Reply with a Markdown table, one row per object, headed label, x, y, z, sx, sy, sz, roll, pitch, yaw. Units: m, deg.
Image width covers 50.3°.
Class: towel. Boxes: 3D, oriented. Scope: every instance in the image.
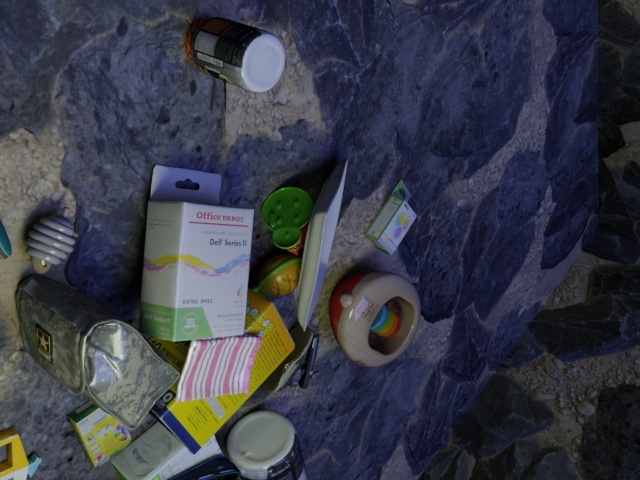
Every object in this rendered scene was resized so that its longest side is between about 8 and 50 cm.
| label | x | y | z | sx | sy | sz | roll | pitch | yaw |
| --- | --- | --- | --- | --- | --- | --- | --- | --- | --- |
| towel | -0.218 | 0.277 | 1.489 | 0.197 | 0.029 | 0.144 | 5 | 105 | -48 |

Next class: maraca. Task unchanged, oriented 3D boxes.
| label | x | y | z | sx | sy | sz | roll | pitch | yaw |
| --- | --- | --- | --- | --- | --- | --- | --- | --- | --- |
| maraca | -0.120 | 0.103 | 1.769 | 0.186 | 0.099 | 0.127 | -39 | 159 | 7 |

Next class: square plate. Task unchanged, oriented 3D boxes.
| label | x | y | z | sx | sy | sz | roll | pitch | yaw |
| --- | --- | --- | --- | --- | --- | --- | --- | --- | --- |
| square plate | 0.000 | 0.000 | 1.749 | 0.347 | 0.049 | 0.343 | -69 | 171 | -60 |

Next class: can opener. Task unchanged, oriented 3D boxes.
| label | x | y | z | sx | sy | sz | roll | pitch | yaw |
| --- | --- | --- | --- | --- | --- | --- | --- | --- | --- |
| can opener | -0.039 | 0.366 | 2.067 | 0.073 | 0.059 | 0.186 | 4 | 110 | -51 |

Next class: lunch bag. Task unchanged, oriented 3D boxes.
| label | x | y | z | sx | sy | sz | roll | pitch | yaw |
| --- | --- | --- | --- | --- | --- | --- | --- | --- | --- |
| lunch bag | -0.447 | 0.202 | 1.313 | 0.169 | 0.235 | 0.287 | -50 | 142 | -21 |

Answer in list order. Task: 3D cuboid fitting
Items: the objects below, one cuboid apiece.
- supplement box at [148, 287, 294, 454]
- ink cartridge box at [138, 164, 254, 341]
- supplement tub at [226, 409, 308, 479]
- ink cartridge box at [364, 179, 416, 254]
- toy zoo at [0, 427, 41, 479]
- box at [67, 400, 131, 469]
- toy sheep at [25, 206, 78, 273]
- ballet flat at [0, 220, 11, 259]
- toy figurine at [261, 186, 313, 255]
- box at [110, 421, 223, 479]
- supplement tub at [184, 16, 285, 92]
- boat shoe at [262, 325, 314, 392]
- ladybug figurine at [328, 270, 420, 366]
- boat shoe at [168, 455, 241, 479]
| label | x | y | z | sx | sy | sz | roll | pitch | yaw |
| --- | --- | --- | --- | --- | --- | --- | --- | --- | --- |
| supplement box | -0.267 | 0.284 | 1.622 | 0.356 | 0.194 | 0.195 | -45 | 141 | -22 |
| ink cartridge box | -0.257 | 0.024 | 1.446 | 0.207 | 0.119 | 0.353 | 2 | 93 | -51 |
| supplement tub | -0.148 | 0.678 | 2.014 | 0.207 | 0.207 | 0.337 | -37 | 138 | -30 |
| ink cartridge box | 0.234 | -0.071 | 2.109 | 0.209 | 0.062 | 0.109 | -56 | 143 | -8 |
| toy zoo | -0.707 | 0.495 | 1.364 | 0.293 | 0.030 | 0.192 | -18 | 126 | -44 |
| box | -0.502 | 0.438 | 1.567 | 0.105 | 0.043 | 0.179 | -34 | 133 | -33 |
| toy sheep | -0.494 | -0.001 | 1.255 | 0.091 | 0.091 | 0.132 | 31 | 74 | -54 |
| ballet flat | -0.584 | -0.050 | 1.141 | 0.067 | 0.073 | 0.206 | -14 | 125 | -12 |
| toy figurine | -0.067 | -0.021 | 1.722 | 0.159 | 0.130 | 0.173 | 69 | 17 | -60 |
| box | -0.373 | 0.590 | 1.751 | 0.231 | 0.127 | 0.261 | -39 | 138 | -29 |
| supplement tub | -0.170 | -0.363 | 1.317 | 0.117 | 0.190 | 0.116 | -28 | 132 | -36 |
| boat shoe | -0.087 | 0.345 | 1.985 | 0.223 | 0.080 | 0.073 | -58 | 150 | 3 |
| ladybug figurine | 0.160 | 0.232 | 2.134 | 0.305 | 0.162 | 0.449 | -58 | 144 | -7 |
| boat shoe | -0.306 | 0.607 | 1.653 | 0.258 | 0.089 | 0.108 | -32 | 121 | -39 |
